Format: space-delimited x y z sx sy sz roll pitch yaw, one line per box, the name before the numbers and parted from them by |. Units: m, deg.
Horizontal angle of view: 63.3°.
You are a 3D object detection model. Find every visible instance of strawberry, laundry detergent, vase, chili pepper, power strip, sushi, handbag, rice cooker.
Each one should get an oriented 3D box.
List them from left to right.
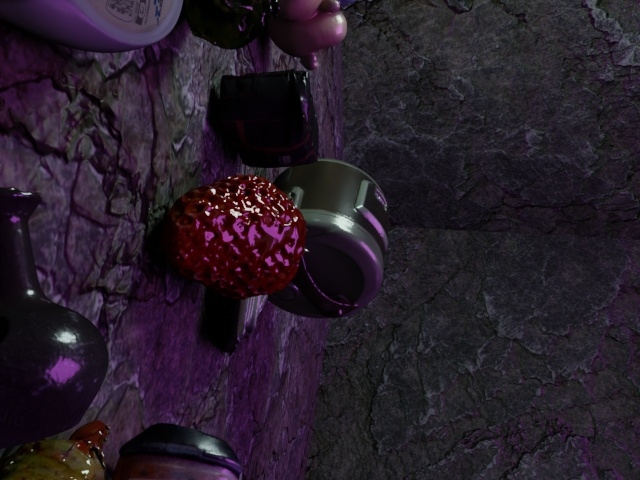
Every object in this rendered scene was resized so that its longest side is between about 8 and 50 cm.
vase | -0.226 0.051 0.381 0.120 0.120 0.183 39 40 -81
sushi | -0.230 0.229 0.423 0.226 0.097 0.103 -63 155 -73
laundry detergent | -0.192 -0.276 0.455 0.280 0.105 0.215 -54 145 -73
strawberry | -0.144 -0.006 0.787 0.244 0.205 0.205 -2 96 -59
chili pepper | -0.110 -0.463 0.754 0.167 0.213 0.385 26 55 -35
power strip | -0.135 0.109 0.997 0.198 0.064 0.213 128 -30 -69
handbag | -0.094 -0.221 0.973 0.215 0.169 0.155 73 18 -75
rice cooker | 0.000 0.000 1.230 0.325 0.335 0.335 -77 168 -47

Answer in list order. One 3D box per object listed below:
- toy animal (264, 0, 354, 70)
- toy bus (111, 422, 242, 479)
toy animal | -0.051 -0.520 1.131 0.221 0.229 0.210 3 67 -43
toy bus | -0.166 0.324 0.564 0.303 0.127 0.147 111 -11 -48
